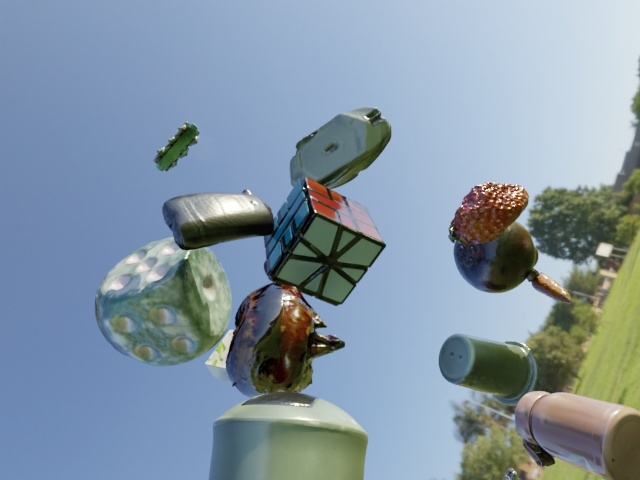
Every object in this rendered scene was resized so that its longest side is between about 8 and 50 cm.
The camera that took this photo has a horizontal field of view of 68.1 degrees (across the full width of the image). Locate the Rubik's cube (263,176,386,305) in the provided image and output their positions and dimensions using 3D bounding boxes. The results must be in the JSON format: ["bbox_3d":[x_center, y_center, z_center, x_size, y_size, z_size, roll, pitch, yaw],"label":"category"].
[{"bbox_3d":[0.000,0.000,1.572,0.294,0.283,0.288,27,-66,-21],"label":"Rubik's cube"}]

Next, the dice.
[{"bbox_3d":[-0.530,0.210,1.641,0.330,0.349,0.327,-85,-23,-56],"label":"dice"}]

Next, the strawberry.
[{"bbox_3d":[0.436,-0.062,1.180,0.236,0.106,0.175,-43,-52,1],"label":"strawberry"}]

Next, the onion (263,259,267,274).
[{"bbox_3d":[-0.178,0.108,1.938,0.119,0.119,0.117,0,-103,-56],"label":"onion"}]

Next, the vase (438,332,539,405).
[{"bbox_3d":[0.590,0.455,1.702,0.292,0.245,0.244,17,-90,-25],"label":"vase"}]

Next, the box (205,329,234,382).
[{"bbox_3d":[-0.309,0.486,1.952,0.194,0.261,0.111,-57,-41,-42],"label":"box"}]

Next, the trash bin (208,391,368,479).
[{"bbox_3d":[-0.064,0.476,0.785,0.280,0.281,0.431,52,-144,-52],"label":"trash bin"}]

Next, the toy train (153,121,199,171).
[{"bbox_3d":[-0.489,-0.317,1.609,0.081,0.125,0.194,41,-95,-22],"label":"toy train"}]

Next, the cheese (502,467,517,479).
[{"bbox_3d":[0.500,0.721,1.327,0.048,0.092,0.171,26,-110,-14],"label":"cheese"}]

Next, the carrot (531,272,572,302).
[{"bbox_3d":[0.830,0.179,1.687,0.205,0.072,0.072,-105,21,-74],"label":"carrot"}]

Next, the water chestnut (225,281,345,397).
[{"bbox_3d":[-0.083,0.250,1.151,0.300,0.300,0.299,-29,-53,-47],"label":"water chestnut"}]

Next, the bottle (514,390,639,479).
[{"bbox_3d":[0.626,0.484,1.170,0.173,0.297,0.206,2,-95,-24],"label":"bottle"}]

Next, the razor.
[{"bbox_3d":[-0.319,-0.075,1.518,0.349,0.204,0.113,-12,-41,-37],"label":"razor"}]

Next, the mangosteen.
[{"bbox_3d":[0.639,0.045,1.713,0.294,0.297,0.296,-13,-55,-6],"label":"mangosteen"}]

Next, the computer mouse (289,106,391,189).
[{"bbox_3d":[0.071,-0.329,1.797,0.429,0.228,0.145,-35,-24,8],"label":"computer mouse"}]
